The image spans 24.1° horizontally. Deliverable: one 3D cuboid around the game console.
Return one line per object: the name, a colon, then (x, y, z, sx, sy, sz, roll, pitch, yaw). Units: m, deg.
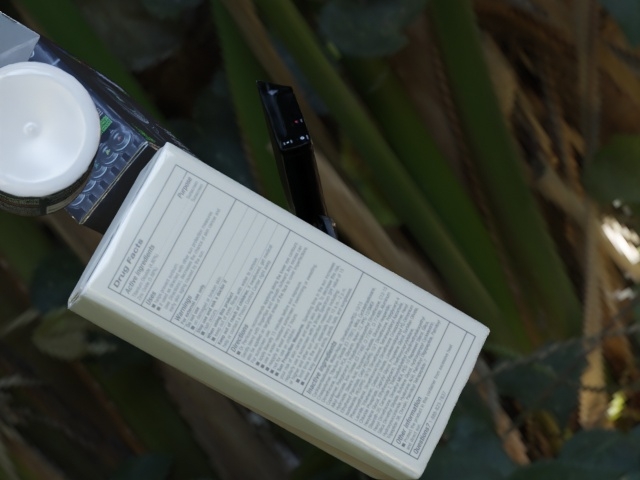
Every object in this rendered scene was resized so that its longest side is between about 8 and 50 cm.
game console: (0.000, 0.000, 1.643, 0.044, 0.213, 0.361, -17, 48, -3)

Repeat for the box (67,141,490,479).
box: (-0.037, 0.064, 1.238, 0.148, 0.311, 0.121, -61, 9, -15)

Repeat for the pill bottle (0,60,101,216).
pill bottle: (-0.289, -0.092, 1.492, 0.130, 0.130, 0.246, -40, 3, -12)

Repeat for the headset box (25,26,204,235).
headset box: (-0.263, -0.104, 1.877, 0.131, 0.283, 0.246, -50, -31, 5)

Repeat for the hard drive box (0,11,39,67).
hard drive box: (-0.448, -0.244, 1.642, 0.232, 0.181, 0.089, 22, 84, 48)
